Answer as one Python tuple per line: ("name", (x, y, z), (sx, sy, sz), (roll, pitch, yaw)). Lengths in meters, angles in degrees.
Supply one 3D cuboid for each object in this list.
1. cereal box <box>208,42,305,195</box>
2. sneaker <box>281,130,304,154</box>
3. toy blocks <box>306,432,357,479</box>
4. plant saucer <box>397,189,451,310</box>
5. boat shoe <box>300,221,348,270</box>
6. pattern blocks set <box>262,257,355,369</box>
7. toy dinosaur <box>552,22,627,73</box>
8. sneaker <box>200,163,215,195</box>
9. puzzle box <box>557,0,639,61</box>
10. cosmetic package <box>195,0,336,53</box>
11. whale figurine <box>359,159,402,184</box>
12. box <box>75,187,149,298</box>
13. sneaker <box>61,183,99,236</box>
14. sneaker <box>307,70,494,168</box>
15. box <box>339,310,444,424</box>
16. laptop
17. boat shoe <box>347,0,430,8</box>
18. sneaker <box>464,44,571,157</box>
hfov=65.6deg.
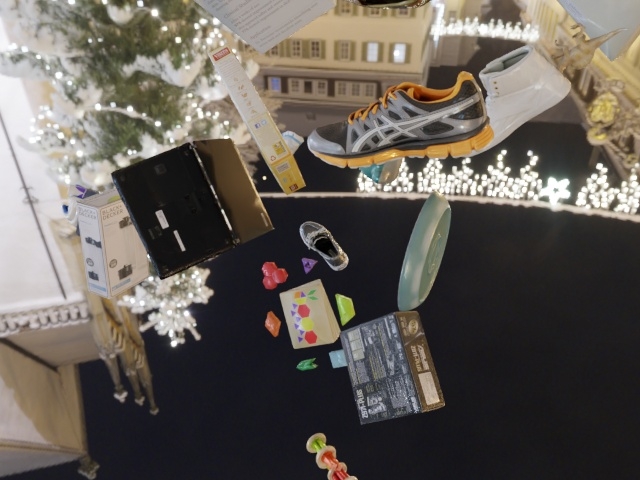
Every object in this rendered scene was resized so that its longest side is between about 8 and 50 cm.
("cereal box", (-0.110, -0.213, 0.902), (0.047, 0.173, 0.240), (-28, -102, 0))
("sneaker", (-0.127, -0.279, 1.525), (0.071, 0.083, 0.191), (30, 166, -24))
("toy blocks", (0.037, 0.536, 1.160), (0.054, 0.123, 0.148), (-36, -149, -16))
("plant saucer", (0.269, 0.032, 1.243), (0.044, 0.317, 0.317), (17, -144, 21))
("boat shoe", (-0.003, 0.003, 2.063), (0.113, 0.105, 0.306), (-36, -131, 0))
("pattern blocks set", (-0.035, 0.212, 1.422), (0.286, 0.324, 0.026), (-6, -176, 26))
("toy dinosaur", (0.588, -0.434, 1.112), (0.053, 0.183, 0.092), (2, -113, -39))
("sneaker", (-0.389, -0.187, 1.507), (0.272, 0.108, 0.100), (-2, -128, 52))
("puzzle box", (0.696, -0.694, 1.289), (0.052, 0.272, 0.409), (-33, -104, 5))
("cosmetic package", (-0.196, -0.863, 1.498), (0.329, 0.394, 0.327), (-17, -117, 33))
("whale figurine", (0.172, -0.267, 1.400), (0.141, 0.216, 0.272), (17, 175, 6))
("box", (-0.601, 0.004, 1.453), (0.087, 0.289, 0.169), (15, -154, 23))
("sneaker", (-0.775, -0.137, 1.782), (0.323, 0.236, 0.130), (-33, -143, 20))
("sneaker", (0.085, -0.138, 0.573), (0.215, 0.083, 0.084), (-4, -149, 20))
("box", (0.131, 0.240, 0.938), (0.078, 0.147, 0.180), (7, -118, -45))
("laptop", (-0.258, -0.078, 1.055), (0.264, 0.234, 0.136), (-25, -176, -11))
("boat shoe", (0.105, -0.583, 1.109), (0.307, 0.110, 0.104), (19, -135, 30))
("sneaker", (0.408, -0.332, 1.176), (0.169, 0.292, 0.108), (33, -139, -25))
